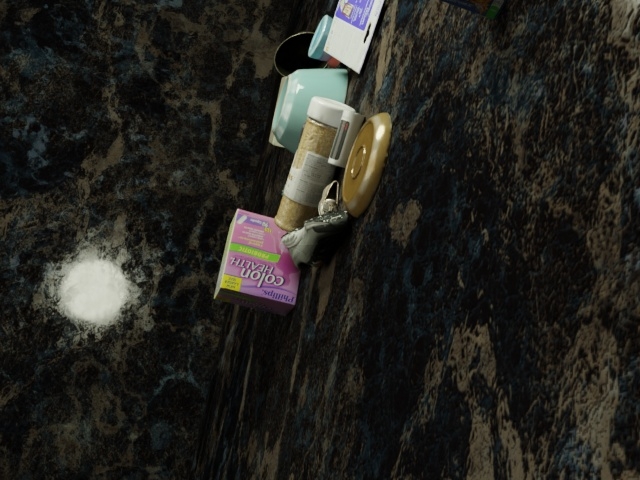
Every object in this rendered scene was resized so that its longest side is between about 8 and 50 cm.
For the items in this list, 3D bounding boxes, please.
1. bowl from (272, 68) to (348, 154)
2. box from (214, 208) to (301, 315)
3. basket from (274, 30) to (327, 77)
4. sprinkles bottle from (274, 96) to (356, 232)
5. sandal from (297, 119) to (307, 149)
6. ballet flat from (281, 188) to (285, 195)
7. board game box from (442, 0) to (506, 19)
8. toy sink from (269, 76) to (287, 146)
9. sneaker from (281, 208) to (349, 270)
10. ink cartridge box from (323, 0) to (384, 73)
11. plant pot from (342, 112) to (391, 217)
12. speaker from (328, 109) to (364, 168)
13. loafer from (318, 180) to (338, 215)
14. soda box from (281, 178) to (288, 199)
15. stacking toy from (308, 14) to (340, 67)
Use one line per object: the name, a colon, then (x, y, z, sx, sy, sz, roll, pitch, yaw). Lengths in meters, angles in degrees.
bowl: (-0.045, -0.387, 2.045, 0.311, 0.163, 0.312, -166, 90, -78)
box: (-0.166, 0.063, 1.919, 0.117, 0.213, 0.243, 131, 152, -64)
basket: (-0.057, -0.681, 2.454, 0.227, 0.204, 0.154, -84, -27, -67)
sprinkles bottle: (-0.017, -0.190, 1.783, 0.121, 0.121, 0.356, -109, 35, -68)
sandal: (-0.026, -0.215, 1.876, 0.054, 0.097, 0.255, 37, 139, 33)
ballet flat: (-0.066, -0.146, 2.098, 0.068, 0.072, 0.213, -56, 16, -2)
board game box: (0.207, -0.427, 1.046, 0.035, 0.136, 0.201, 118, 162, -46)
toy sink: (-0.088, -0.438, 2.366, 0.153, 0.131, 0.234, -132, 53, -75)
sneaker: (0.000, 0.000, 1.593, 0.271, 0.100, 0.108, -33, 75, 62)
ink cartridge box: (0.100, -0.573, 1.827, 0.208, 0.045, 0.207, 49, 127, 48)
plant pot: (0.094, -0.168, 1.477, 0.236, 0.032, 0.237, -165, 90, -77)
speaker: (0.063, -0.247, 1.650, 0.055, 0.055, 0.136, -124, 51, -74)
loafer: (0.023, -0.098, 1.680, 0.039, 0.045, 0.125, -53, 21, 43)
soda box: (-0.075, -0.186, 2.185, 0.169, 0.053, 0.060, 125, 156, -58)
stacking toy: (0.044, -0.696, 2.032, 0.280, 0.130, 0.309, -94, 28, -58)
